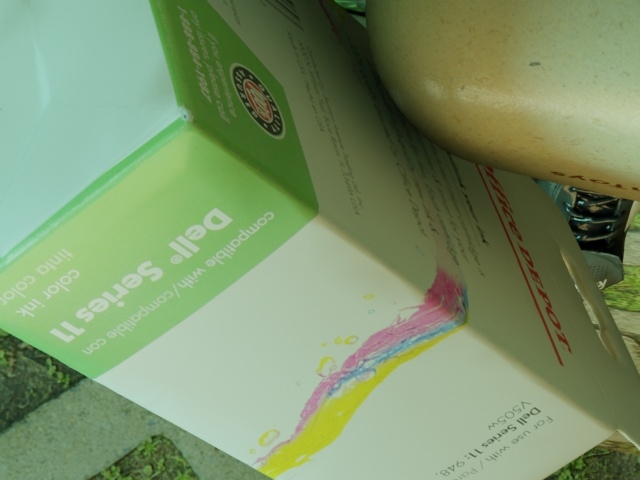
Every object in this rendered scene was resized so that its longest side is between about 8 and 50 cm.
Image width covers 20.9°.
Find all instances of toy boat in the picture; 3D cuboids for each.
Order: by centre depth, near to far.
[{"bbox_3d":[0.153,-0.094,0.634,0.267,0.148,0.318,13,176,1],"label":"toy boat"}]

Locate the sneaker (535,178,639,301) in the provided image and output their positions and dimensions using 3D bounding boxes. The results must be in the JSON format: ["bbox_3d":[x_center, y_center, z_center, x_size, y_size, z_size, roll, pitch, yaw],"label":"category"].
[{"bbox_3d":[0.159,-0.016,1.028,0.078,0.106,0.234,7,168,-3],"label":"sneaker"}]

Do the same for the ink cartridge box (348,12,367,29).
[{"bbox_3d":[-0.053,-0.079,0.907,0.143,0.090,0.092,11,168,-19],"label":"ink cartridge box"}]

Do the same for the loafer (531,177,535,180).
[{"bbox_3d":[0.068,-0.042,1.059,0.078,0.076,0.223,15,163,-9],"label":"loafer"}]

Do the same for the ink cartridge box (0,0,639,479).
[{"bbox_3d":[0.000,0.000,0.752,0.119,0.207,0.353,-37,134,19],"label":"ink cartridge box"}]
